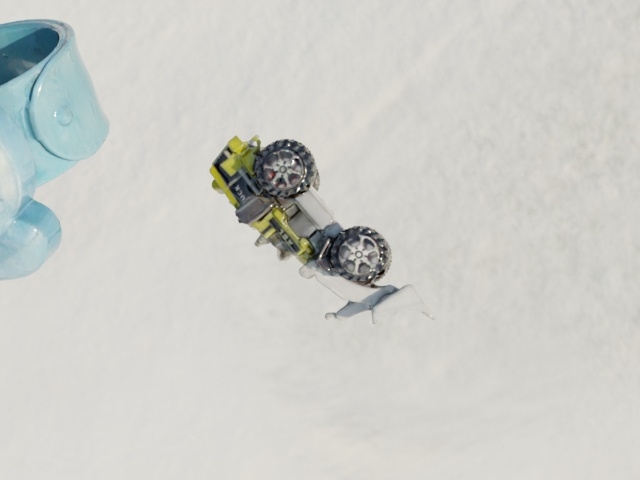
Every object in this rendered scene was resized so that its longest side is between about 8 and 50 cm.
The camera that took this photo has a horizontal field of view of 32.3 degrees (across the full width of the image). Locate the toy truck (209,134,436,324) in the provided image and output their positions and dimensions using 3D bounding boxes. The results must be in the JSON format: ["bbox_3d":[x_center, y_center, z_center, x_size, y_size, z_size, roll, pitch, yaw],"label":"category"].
[{"bbox_3d":[0.000,0.000,1.175,0.111,0.136,0.286,-43,86,1],"label":"toy truck"}]

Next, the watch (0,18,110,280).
[{"bbox_3d":[-0.273,-0.094,0.864,0.211,0.211,0.193,-13,31,19],"label":"watch"}]
